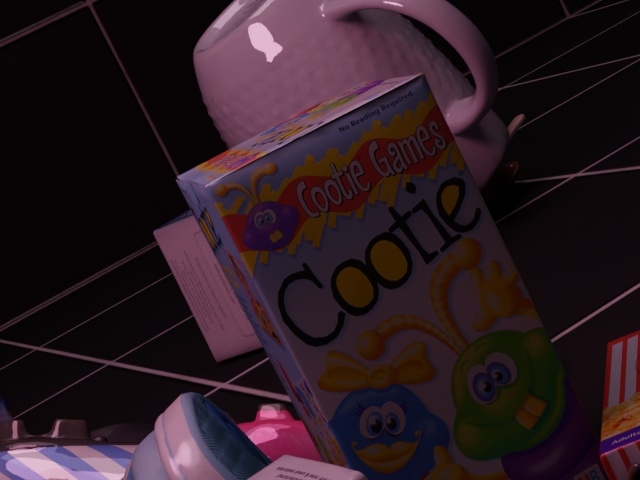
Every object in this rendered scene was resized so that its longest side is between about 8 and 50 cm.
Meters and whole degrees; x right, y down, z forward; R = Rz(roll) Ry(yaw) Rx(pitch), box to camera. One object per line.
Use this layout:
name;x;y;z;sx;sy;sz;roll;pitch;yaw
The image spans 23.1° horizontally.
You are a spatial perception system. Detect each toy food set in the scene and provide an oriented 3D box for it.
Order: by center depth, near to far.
toy food set;0.191;-0.074;1.986;0.128;0.071;0.218;-57;19;-23

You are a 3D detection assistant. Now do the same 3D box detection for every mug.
mug;0.047;-0.176;1.849;0.374;0.328;0.276;-24;26;48

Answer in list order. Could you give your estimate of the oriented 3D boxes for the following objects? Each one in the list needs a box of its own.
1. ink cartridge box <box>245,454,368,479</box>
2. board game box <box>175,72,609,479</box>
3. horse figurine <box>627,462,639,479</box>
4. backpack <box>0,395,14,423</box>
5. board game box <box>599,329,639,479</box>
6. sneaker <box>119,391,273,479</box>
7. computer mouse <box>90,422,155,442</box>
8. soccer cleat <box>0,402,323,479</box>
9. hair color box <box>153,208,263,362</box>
ink cartridge box;-0.047;0.214;0.693;0.208;0.153;0.087;-32;12;-23
board game box;0.044;0.054;0.946;0.142;0.275;0.144;-28;9;-9
horse figurine;0.129;0.139;0.673;0.174;0.066;0.263;-15;-16;-35
backpack;-0.427;0.208;1.760;0.117;0.173;0.158;-23;9;22
board game box;0.245;0.085;0.938;0.147;0.045;0.193;-24;9;16
sneaker;-0.102;0.198;0.896;0.208;0.127;0.319;-43;-7;-7
computer mouse;-0.222;0.228;1.253;0.272;0.072;0.188;-40;10;-19
soccer cleat;-0.096;0.201;1.125;0.331;0.143;0.116;-5;-20;12
hair color box;0.000;0.000;1.722;0.347;0.173;0.105;-20;10;36
